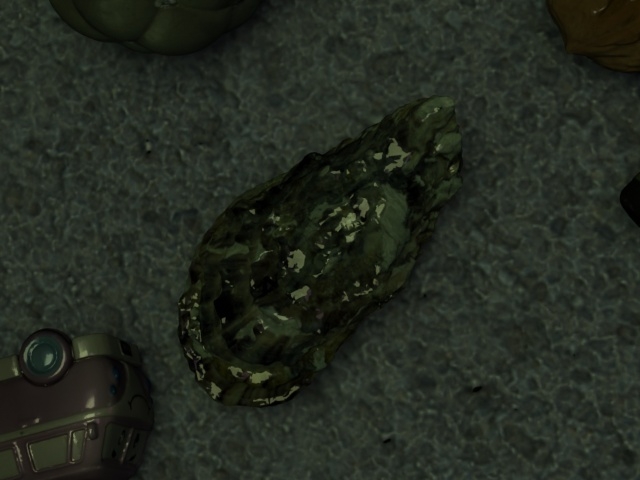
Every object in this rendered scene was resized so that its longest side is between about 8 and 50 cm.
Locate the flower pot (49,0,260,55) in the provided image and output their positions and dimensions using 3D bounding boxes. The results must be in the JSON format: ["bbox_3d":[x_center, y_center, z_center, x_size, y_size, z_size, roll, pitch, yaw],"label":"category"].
[{"bbox_3d":[-0.152,-0.291,1.536,0.246,0.195,0.246,-2,81,11],"label":"flower pot"}]

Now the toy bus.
[{"bbox_3d":[-0.260,0.169,1.528,0.202,0.142,0.142,-16,74,10],"label":"toy bus"}]

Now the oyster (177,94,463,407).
[{"bbox_3d":[0.006,-0.002,1.499,0.162,0.158,0.351,37,107,-20],"label":"oyster"}]

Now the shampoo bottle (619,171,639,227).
[{"bbox_3d":[0.393,-0.102,1.446,0.284,0.101,0.101,-45,76,3],"label":"shampoo bottle"}]

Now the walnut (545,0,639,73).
[{"bbox_3d":[0.284,-0.231,1.465,0.184,0.155,0.155,-43,77,-2],"label":"walnut"}]
